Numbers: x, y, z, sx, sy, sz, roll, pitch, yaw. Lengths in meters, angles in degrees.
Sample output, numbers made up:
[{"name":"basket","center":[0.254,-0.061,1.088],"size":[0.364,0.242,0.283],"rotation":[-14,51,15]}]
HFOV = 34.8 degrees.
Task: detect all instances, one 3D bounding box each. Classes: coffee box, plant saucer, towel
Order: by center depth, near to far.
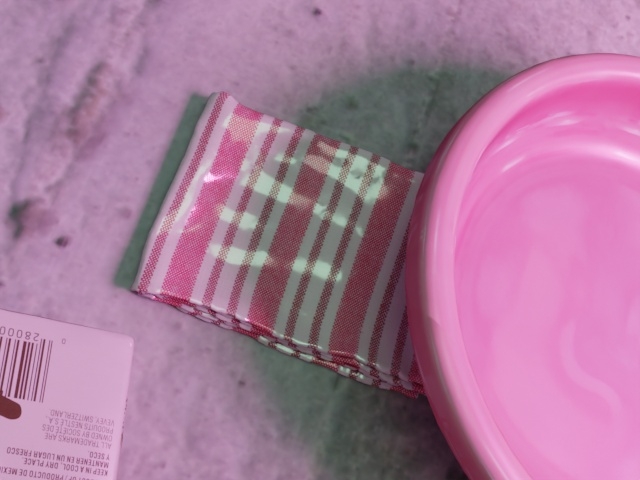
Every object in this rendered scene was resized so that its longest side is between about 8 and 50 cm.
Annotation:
[{"name":"coffee box","center":[-0.163,0.164,0.436],"size":[0.098,0.141,0.247],"rotation":[16,65,-27]},{"name":"plant saucer","center":[0.191,0.051,0.616],"size":[0.332,0.084,0.332],"rotation":[8,69,-22]},{"name":"towel","center":[0.000,0.000,0.625],"size":[0.197,0.029,0.144],"rotation":[21,66,-8]}]
